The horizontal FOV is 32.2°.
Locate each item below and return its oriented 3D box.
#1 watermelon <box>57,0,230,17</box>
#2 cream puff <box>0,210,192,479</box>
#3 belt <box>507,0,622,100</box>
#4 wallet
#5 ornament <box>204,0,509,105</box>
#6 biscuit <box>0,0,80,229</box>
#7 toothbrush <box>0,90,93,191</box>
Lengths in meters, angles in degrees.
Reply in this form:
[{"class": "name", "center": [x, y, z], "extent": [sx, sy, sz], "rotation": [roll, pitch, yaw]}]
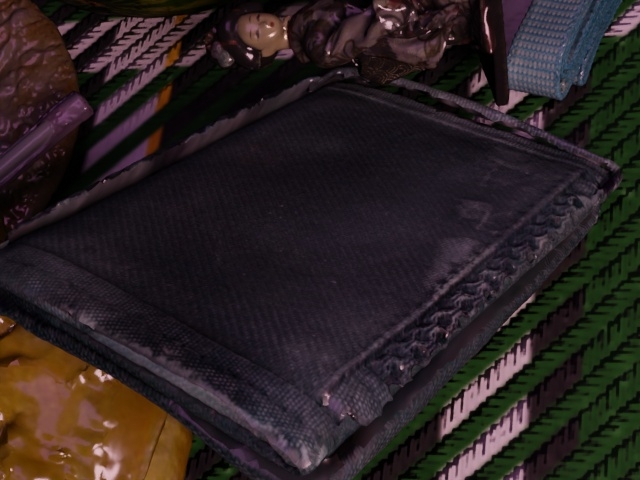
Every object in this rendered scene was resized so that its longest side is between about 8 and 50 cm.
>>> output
[{"class": "watermelon", "center": [-0.135, -0.299, 0.814], "extent": [0.285, 0.285, 0.285], "rotation": [-8, 62, 15]}, {"class": "cream puff", "center": [-0.228, 0.112, 0.640], "extent": [0.269, 0.274, 0.324], "rotation": [5, 69, 32]}, {"class": "belt", "center": [0.177, -0.183, 0.751], "extent": [0.065, 0.100, 0.179], "rotation": [18, 73, 30]}, {"class": "wallet", "center": [0.000, 0.000, 0.651], "extent": [0.237, 0.075, 0.342], "rotation": [26, 39, 26]}, {"class": "ornament", "center": [0.013, -0.166, 0.731], "extent": [0.196, 0.153, 0.166], "rotation": [-14, 45, 4]}, {"class": "biscuit", "center": [-0.254, -0.083, 0.881], "extent": [0.141, 0.038, 0.290], "rotation": [0, 66, 19]}, {"class": "toothbrush", "center": [-0.304, 0.012, 0.818], "extent": [0.354, 0.029, 0.024], "rotation": [-40, 65, 3]}]
